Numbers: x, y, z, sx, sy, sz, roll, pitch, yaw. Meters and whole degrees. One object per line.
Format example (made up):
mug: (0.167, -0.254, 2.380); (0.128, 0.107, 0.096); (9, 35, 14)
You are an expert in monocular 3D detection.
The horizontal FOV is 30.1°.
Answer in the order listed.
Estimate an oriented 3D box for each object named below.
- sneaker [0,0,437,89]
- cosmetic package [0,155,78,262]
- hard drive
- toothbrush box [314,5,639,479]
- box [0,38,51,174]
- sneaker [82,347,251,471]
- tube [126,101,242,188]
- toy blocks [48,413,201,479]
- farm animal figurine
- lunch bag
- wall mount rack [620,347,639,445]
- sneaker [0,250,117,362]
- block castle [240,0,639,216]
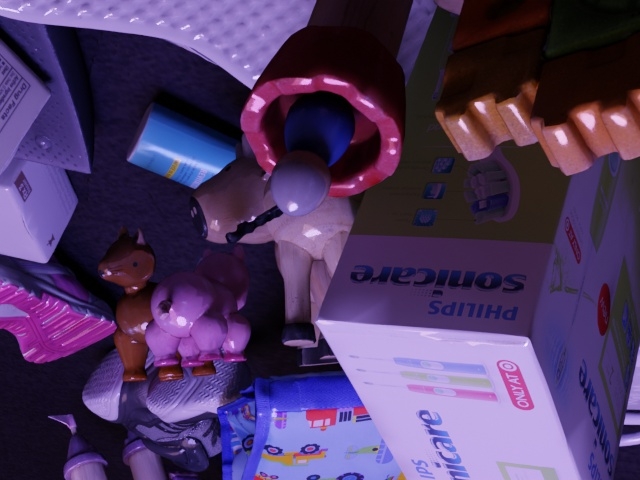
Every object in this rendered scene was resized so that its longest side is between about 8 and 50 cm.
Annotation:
sneaker: (-0.073, -0.177, 0.751); (0.321, 0.127, 0.126); (13, 116, -26)
cosmetic package: (-0.354, -0.063, 1.110); (0.231, 0.085, 0.117); (11, 146, 14)
hard drive: (-0.271, -0.163, 0.938); (0.172, 0.054, 0.255); (12, 145, 16)
toothbrush box: (0.123, -0.001, 0.725); (0.122, 0.283, 0.206); (4, 142, 28)
box: (-0.335, -0.123, 0.846); (0.127, 0.148, 0.232); (-8, 136, 38)
sneaker: (-0.138, 0.183, 1.324); (0.268, 0.101, 0.153); (-8, 138, 47)
tube: (-0.055, -0.049, 0.986); (0.207, 0.052, 0.080); (23, 154, -15)
toy blocks: (-0.176, 0.324, 1.477); (0.288, 0.260, 0.309); (12, 133, -41)
farm animal figurine: (0.000, 0.000, 0.857); (0.327, 0.172, 0.330); (1, 169, -34)
lunch bag: (0.036, 0.171, 1.054); (0.221, 0.138, 0.293); (-1, 158, -12)
wall mount rack: (0.231, 0.138, 0.947); (0.304, 0.130, 0.350); (-1, 146, -2)
sneaker: (-0.297, 0.046, 1.227); (0.103, 0.111, 0.252); (-26, 152, 10)
block castle: (0.098, -0.190, 0.484); (0.453, 0.213, 0.303); (-16, 131, 34)
